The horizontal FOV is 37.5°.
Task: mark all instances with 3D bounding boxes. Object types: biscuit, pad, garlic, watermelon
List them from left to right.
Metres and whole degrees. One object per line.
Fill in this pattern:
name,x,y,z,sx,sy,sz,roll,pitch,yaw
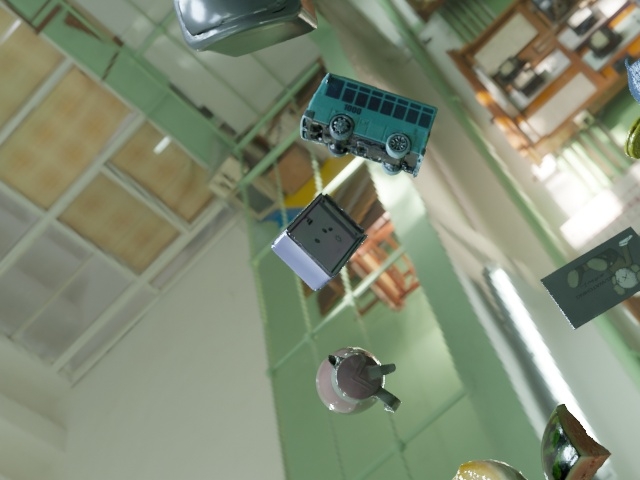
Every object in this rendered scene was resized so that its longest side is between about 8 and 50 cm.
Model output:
garlic,0.330,0.518,1.744,0.245,0.164,0.145,-96,-12,-47
watermelon,0.467,0.400,1.823,0.145,0.137,0.193,51,157,36
pad,0.498,0.064,1.662,0.004,0.190,0.127,52,-172,-45
biscuit,0.589,-0.190,1.727,0.023,0.084,0.084,34,-176,42

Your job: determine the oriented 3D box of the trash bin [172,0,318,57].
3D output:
trash bin,-0.105,-0.337,1.373,0.236,0.176,0.101,-28,-80,-79

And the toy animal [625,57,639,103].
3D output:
toy animal,0.629,-0.320,1.678,0.176,0.239,0.256,-18,-104,-31

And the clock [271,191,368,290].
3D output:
clock,0.001,0.000,1.988,0.144,0.073,0.193,45,-142,-3

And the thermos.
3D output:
thermos,0.080,0.294,1.951,0.176,0.146,0.265,33,169,2

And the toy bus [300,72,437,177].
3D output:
toy bus,0.098,-0.237,1.916,0.256,0.147,0.128,19,163,4
